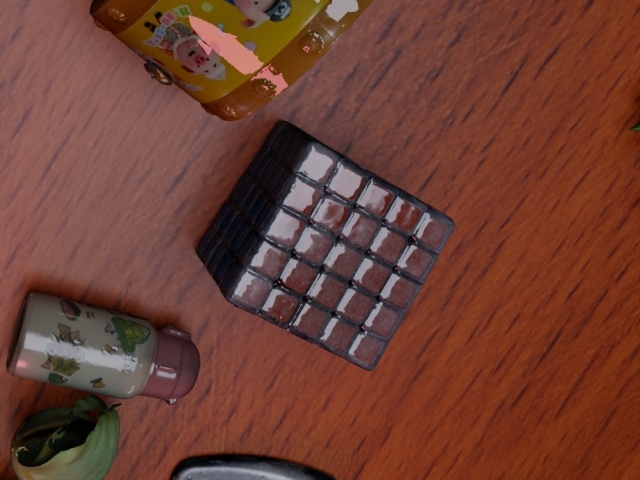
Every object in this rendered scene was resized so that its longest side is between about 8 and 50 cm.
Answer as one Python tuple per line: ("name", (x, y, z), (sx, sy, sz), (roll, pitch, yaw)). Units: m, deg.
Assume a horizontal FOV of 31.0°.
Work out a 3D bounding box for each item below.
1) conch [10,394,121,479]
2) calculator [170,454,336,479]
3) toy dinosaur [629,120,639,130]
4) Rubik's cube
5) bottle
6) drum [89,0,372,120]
("conch", (-0.335, 0.263, 1.525), (0.143, 0.250, 0.137), (5, 64, -15))
("calculator", (-0.112, 0.408, 1.721), (0.268, 0.040, 0.177), (9, 98, -12))
("toy dinosaur", (0.561, -0.144, 1.726), (0.194, 0.152, 0.177), (-20, 93, -49))
("Rubik's cube", (0.000, 0.000, 1.556), (0.238, 0.237, 0.237), (30, 94, -20))
("bottle", (-0.289, 0.152, 1.572), (0.253, 0.120, 0.120), (15, 98, -19))
("drum", (-0.069, -0.360, 1.364), (0.214, 0.431, 0.431), (38, 91, -21))
